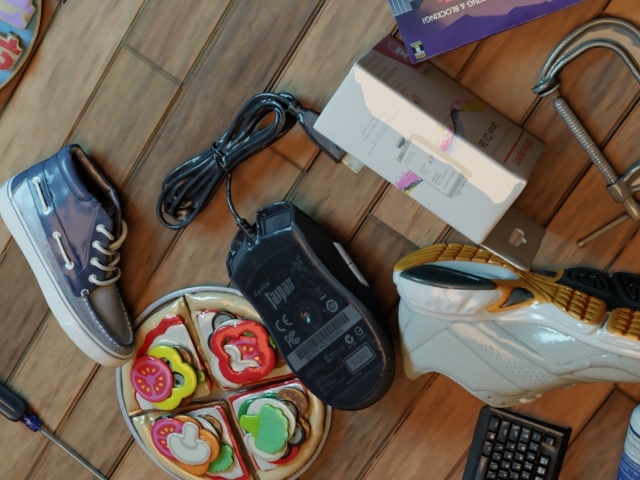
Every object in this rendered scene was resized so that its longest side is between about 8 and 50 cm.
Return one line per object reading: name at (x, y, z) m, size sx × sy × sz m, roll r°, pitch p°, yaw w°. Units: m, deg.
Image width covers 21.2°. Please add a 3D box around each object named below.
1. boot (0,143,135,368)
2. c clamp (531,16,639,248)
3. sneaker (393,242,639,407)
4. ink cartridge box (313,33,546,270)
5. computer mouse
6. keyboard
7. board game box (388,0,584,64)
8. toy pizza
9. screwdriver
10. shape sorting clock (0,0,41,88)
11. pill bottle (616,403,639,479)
boot at (-0.197, 0.014, 1.466) m, size 0.086 × 0.069 × 0.190 m, roll -30°, pitch 95°, yaw 25°
c clamp at (0.223, -0.088, 1.333) m, size 0.137 × 0.022 × 0.161 m, roll -27°, pitch 99°, yaw 23°
sneaker at (0.184, 0.086, 1.375) m, size 0.262 × 0.099 × 0.121 m, roll 14°, pitch 119°, yaw 20°
ink cartridge box at (0.104, -0.069, 1.324) m, size 0.198 × 0.115 × 0.067 m, roll 36°, pitch 114°, yaw 1°
computer mouse at (0.000, 0.000, 1.413) m, size 0.262 × 0.060 × 0.184 m, roll 48°, pitch 119°, yaw 9°
keyboard at (0.168, 0.235, 1.460) m, size 0.108 × 0.023 × 0.180 m, roll 16°, pitch 113°, yaw 10°
board game box at (0.124, -0.230, 1.300) m, size 0.170 × 0.048 × 0.141 m, roll -19°, pitch 101°, yaw 22°
toy pizza at (-0.089, 0.137, 1.498) m, size 0.201 × 0.032 × 0.201 m, roll 5°, pitch 109°, yaw 15°
screwdriver at (-0.249, 0.183, 1.572) m, size 0.170 × 0.024 × 0.025 m, roll 42°, pitch 144°, yaw -8°
shape sorting clock at (-0.334, -0.195, 1.412) m, size 0.206 × 0.040 × 0.206 m, roll -9°, pitch 123°, yaw -13°
pill bottle at (0.279, 0.170, 1.380) m, size 0.067 × 0.067 × 0.120 m, roll 14°, pitch 112°, yaw 12°
